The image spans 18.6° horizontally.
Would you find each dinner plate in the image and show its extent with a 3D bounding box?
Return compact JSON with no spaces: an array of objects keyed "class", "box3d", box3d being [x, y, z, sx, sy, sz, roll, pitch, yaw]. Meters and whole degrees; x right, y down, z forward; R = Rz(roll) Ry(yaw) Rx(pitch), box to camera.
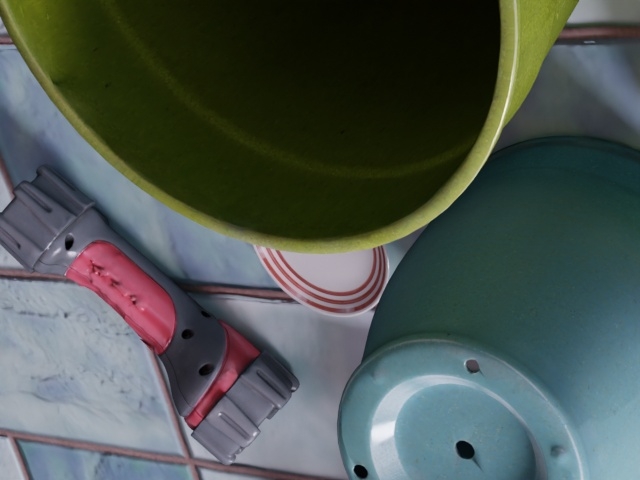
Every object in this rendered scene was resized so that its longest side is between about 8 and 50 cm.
[{"class":"dinner plate","box3d":[0.000,0.000,1.631,0.141,0.017,0.141,19,130,25]}]

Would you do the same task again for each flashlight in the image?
[{"class":"flashlight","box3d":[-0.162,0.065,1.735,0.304,0.103,0.103,40,170,0]}]

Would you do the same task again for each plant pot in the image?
[{"class":"plant pot","box3d":[0.148,0.097,1.386,0.271,0.255,0.272,13,119,24]},{"class":"plant pot","box3d":[0.038,-0.235,1.189,0.366,0.353,0.367,20,130,26]}]

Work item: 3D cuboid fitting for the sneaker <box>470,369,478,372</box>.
[{"class":"sneaker","box3d":[0.109,0.158,1.634,0.152,0.058,0.085,-6,124,31]}]
